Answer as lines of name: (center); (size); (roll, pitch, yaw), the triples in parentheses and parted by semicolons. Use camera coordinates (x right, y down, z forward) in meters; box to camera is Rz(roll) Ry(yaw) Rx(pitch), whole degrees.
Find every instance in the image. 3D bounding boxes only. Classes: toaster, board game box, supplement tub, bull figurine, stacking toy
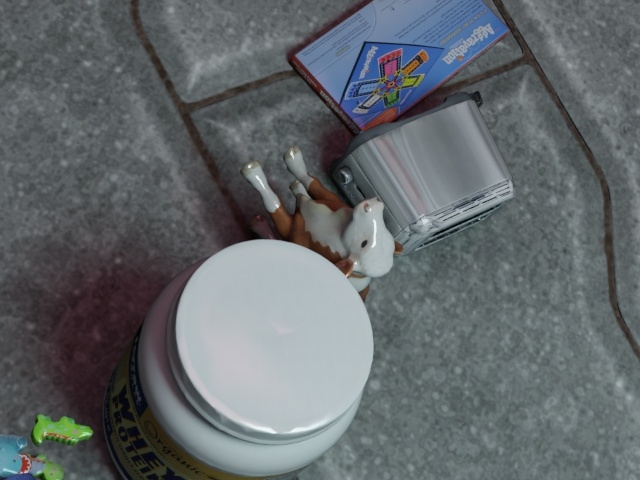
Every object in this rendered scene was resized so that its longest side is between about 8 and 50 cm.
toaster: (0.135, -0.080, 1.760); (0.227, 0.129, 0.146); (-23, 81, -28)
board game box: (0.106, -0.252, 1.879); (0.281, 0.027, 0.145); (-38, 82, -28)
supplement tub: (-0.088, 0.145, 1.474); (0.228, 0.316, 0.228); (7, 65, -16)
bull figurine: (0.000, 0.000, 1.583); (0.101, 0.310, 0.188); (-31, 75, -14)
stacking toy: (-0.351, 0.215, 1.438); (0.221, 0.167, 0.052); (6, 66, -17)

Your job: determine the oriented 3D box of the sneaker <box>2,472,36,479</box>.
sneaker: (-0.202, 0.358, 1.406); (0.182, 0.127, 0.315); (-27, 84, 15)
